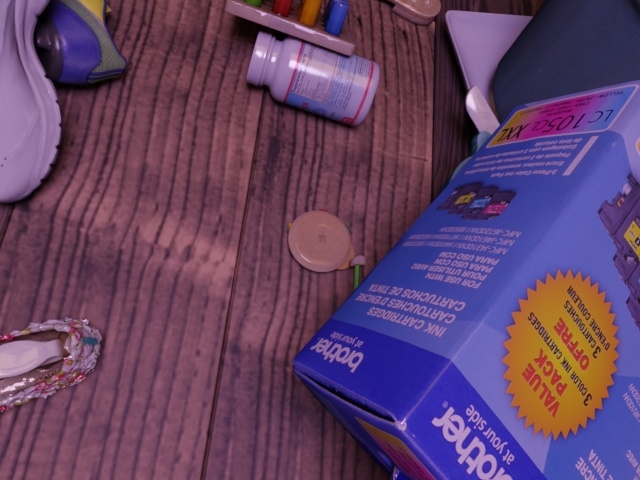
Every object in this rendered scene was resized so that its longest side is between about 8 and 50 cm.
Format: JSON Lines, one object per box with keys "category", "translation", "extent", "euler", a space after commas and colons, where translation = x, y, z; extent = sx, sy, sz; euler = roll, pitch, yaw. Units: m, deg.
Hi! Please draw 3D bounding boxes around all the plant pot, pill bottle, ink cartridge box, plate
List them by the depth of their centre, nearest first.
{"category": "ink cartridge box", "translation": [0.170, 0.103, 0.417], "extent": [0.395, 0.151, 0.270], "euler": [-46, 110, -18]}
{"category": "plant pot", "translation": [0.412, -0.243, 0.620], "extent": [0.342, 0.334, 0.340], "euler": [5, 69, -15]}
{"category": "pill bottle", "translation": [-0.011, -0.213, 0.668], "extent": [0.160, 0.087, 0.087], "euler": [16, 68, -10]}
{"category": "plate", "translation": [0.336, -0.225, 0.798], "extent": [0.278, 0.045, 0.277], "euler": [-5, 72, -18]}

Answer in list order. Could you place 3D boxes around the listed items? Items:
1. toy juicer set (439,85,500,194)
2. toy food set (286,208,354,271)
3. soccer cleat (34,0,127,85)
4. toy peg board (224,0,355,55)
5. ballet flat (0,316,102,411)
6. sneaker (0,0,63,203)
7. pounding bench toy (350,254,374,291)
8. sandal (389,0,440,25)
{"category": "toy juicer set", "translation": [0.222, -0.015, 0.622], "extent": [0.209, 0.090, 0.328], "euler": [35, 66, -22]}
{"category": "toy food set", "translation": [0.000, 0.000, 0.633], "extent": [0.084, 0.020, 0.082], "euler": [-10, 74, -19]}
{"category": "soccer cleat", "translation": [-0.326, -0.307, 0.622], "extent": [0.121, 0.093, 0.289], "euler": [-12, 70, -46]}
{"category": "toy peg board", "translation": [-0.026, -0.319, 0.662], "extent": [0.161, 0.079, 0.161], "euler": [16, 31, -10]}
{"category": "ballet flat", "translation": [-0.325, 0.125, 0.462], "extent": [0.241, 0.077, 0.091], "euler": [-22, 79, -21]}
{"category": "sneaker", "translation": [-0.333, -0.178, 0.486], "extent": [0.111, 0.129, 0.296], "euler": [9, 107, 20]}
{"category": "pounding bench toy", "translation": [0.060, 0.064, 0.610], "extent": [0.083, 0.052, 0.065], "euler": [33, 66, -4]}
{"category": "sandal", "translation": [0.083, -0.415, 0.771], "extent": [0.240, 0.079, 0.088], "euler": [22, 66, -8]}
